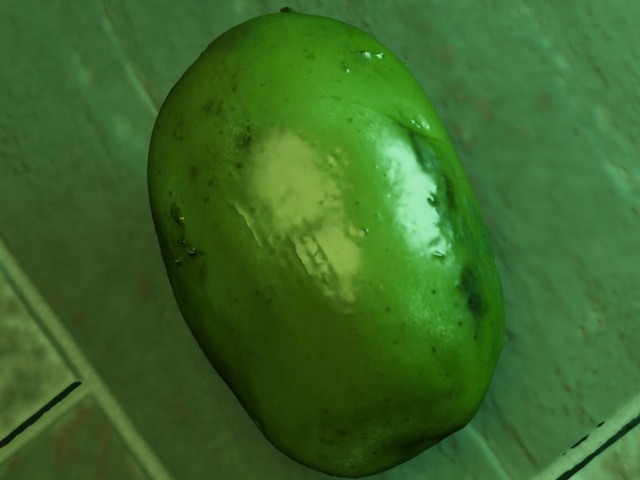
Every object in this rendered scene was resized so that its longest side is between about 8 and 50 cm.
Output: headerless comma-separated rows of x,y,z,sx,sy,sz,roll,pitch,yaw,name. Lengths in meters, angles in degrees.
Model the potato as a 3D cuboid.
0.003,-0.001,0.957,0.216,0.216,0.304,-30,79,1,potato
